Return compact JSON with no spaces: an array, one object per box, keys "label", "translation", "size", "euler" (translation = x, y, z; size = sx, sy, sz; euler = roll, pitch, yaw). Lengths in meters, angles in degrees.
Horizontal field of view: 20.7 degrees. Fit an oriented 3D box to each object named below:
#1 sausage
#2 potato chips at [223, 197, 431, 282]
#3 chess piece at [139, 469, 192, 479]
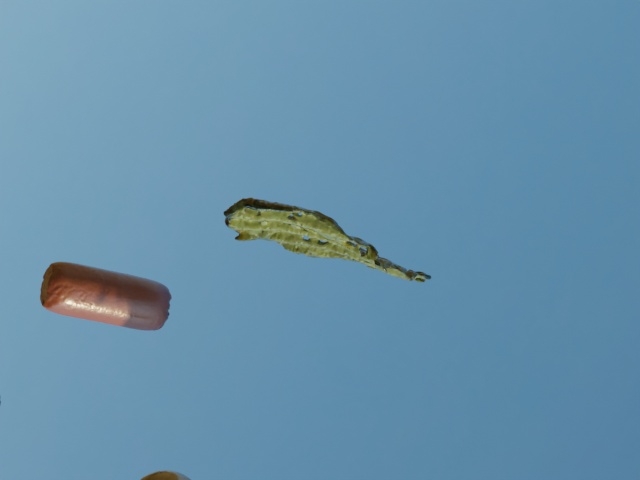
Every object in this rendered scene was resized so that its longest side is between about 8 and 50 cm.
[{"label":"sausage","translation":[-0.246,0.066,2.032],"size":[0.062,0.154,0.062],"euler":[-41,-137,52]},{"label":"potato chips","translation":[0.000,0.001,1.636],"size":[0.207,0.092,0.028],"euler":[16,-112,24]},{"label":"chess piece","translation":[-0.157,0.276,1.790],"size":[0.083,0.084,0.038],"euler":[-45,174,23]}]
